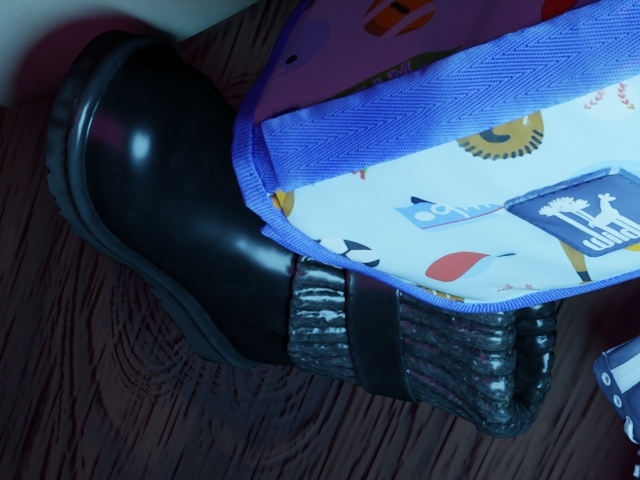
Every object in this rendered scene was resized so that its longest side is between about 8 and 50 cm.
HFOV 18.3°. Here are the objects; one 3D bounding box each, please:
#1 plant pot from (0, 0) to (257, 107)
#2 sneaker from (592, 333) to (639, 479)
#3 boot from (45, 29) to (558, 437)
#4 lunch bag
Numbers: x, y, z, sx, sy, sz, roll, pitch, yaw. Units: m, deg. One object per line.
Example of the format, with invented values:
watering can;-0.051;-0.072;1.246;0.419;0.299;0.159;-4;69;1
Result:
plant pot;-0.103;-0.237;1.296;0.274;0.256;0.257;-10;100;15
sneaker;0.223;0.166;1.274;0.153;0.099;0.282;49;126;37
boot;0.002;-0.003;1.279;0.260;0.348;0.131;12;68;30
lunch bag;0.175;-0.109;1.063;0.327;0.385;0.239;-18;95;35
